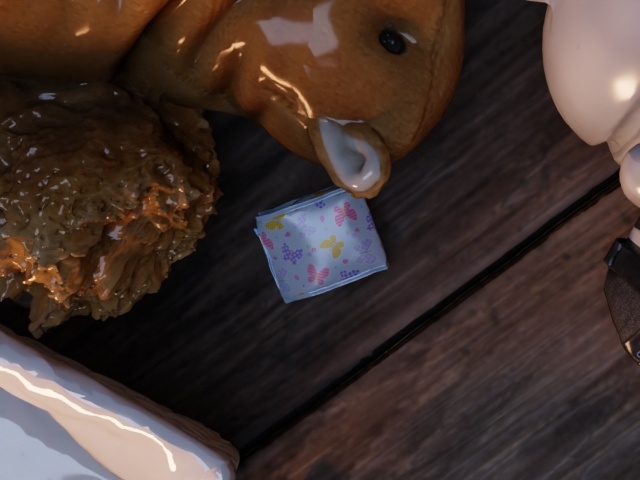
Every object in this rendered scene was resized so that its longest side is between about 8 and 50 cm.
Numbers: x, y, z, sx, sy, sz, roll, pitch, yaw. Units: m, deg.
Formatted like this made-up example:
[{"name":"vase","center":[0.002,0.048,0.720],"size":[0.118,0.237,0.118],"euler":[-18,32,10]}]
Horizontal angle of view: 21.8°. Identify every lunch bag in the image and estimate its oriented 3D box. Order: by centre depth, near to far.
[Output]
[{"name":"lunch bag","center":[0.000,0.000,1.205],"size":[0.083,0.053,0.071],"euler":[-22,94,2]}]

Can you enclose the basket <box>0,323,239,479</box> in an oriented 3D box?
[{"name":"basket","center":[-0.257,0.207,1.101],"size":[0.328,0.266,0.331],"euler":[27,89,1]}]

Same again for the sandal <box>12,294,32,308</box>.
[{"name":"sandal","center":[-0.183,-0.026,1.235],"size":[0.072,0.049,0.180],"euler":[44,101,3]}]

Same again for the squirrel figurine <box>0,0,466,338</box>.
[{"name":"squirrel figurine","center":[-0.108,-0.134,1.126],"size":[0.370,0.281,0.397],"euler":[32,103,-6]}]

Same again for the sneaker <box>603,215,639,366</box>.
[{"name":"sneaker","center":[0.279,0.066,1.123],"size":[0.121,0.079,0.217],"euler":[-54,52,22]}]

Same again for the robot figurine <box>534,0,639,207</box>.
[{"name":"robot figurine","center":[0.289,-0.102,1.051],"size":[0.353,0.300,0.200],"euler":[34,140,1]}]
